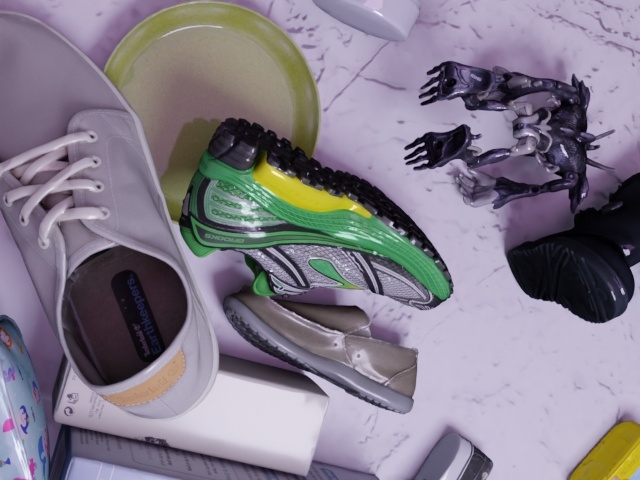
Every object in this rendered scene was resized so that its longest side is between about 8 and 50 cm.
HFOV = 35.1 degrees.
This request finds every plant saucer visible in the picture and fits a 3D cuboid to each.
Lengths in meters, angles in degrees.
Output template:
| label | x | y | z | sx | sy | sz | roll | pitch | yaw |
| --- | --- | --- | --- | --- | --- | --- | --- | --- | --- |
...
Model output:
| label | x | y | z | sx | sy | sz | roll | pitch | yaw |
| --- | --- | --- | --- | --- | --- | --- | --- | --- | --- |
| plant saucer | -0.119 | -0.133 | 1.084 | 0.240 | 0.037 | 0.241 | -2 | 97 | -14 |

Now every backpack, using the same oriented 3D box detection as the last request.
| label | x | y | z | sx | sy | sz | roll | pitch | yaw |
| --- | --- | --- | --- | --- | --- | --- | --- | --- | --- |
| backpack | -0.358 | 0.170 | 0.948 | 0.191 | 0.253 | 0.225 | -15 | 97 | -17 |

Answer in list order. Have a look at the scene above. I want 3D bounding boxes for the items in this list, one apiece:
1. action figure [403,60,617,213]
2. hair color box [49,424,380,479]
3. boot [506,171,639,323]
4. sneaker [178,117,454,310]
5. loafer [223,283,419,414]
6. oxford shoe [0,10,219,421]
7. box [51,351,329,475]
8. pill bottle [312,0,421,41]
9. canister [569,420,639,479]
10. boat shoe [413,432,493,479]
| label | x | y | z | sx | sy | sz | roll | pitch | yaw |
| --- | --- | --- | --- | --- | --- | --- | --- | --- | --- |
| action figure | 0.212 | -0.119 | 1.128 | 0.275 | 0.141 | 0.164 | 9 | 86 | -42 |
| hair color box | -0.095 | 0.289 | 1.065 | 0.374 | 0.185 | 0.114 | 16 | 92 | -16 |
| boot | 0.339 | -0.003 | 1.118 | 0.207 | 0.246 | 0.094 | -28 | 96 | -8 |
| sneaker | 0.000 | 0.000 | 1.080 | 0.343 | 0.134 | 0.146 | 26 | 108 | -31 |
| loafer | 0.006 | 0.107 | 1.129 | 0.251 | 0.094 | 0.087 | 30 | 77 | -21 |
| oxford shoe | -0.232 | -0.039 | 0.954 | 0.169 | 0.130 | 0.449 | -29 | 78 | 2 |
| box | -0.139 | 0.166 | 1.078 | 0.275 | 0.113 | 0.094 | 17 | 92 | -15 |
| pill bottle | 0.093 | -0.355 | 1.054 | 0.152 | 0.152 | 0.272 | 24 | 90 | -16 |
| canister | 0.406 | 0.324 | 1.263 | 0.126 | 0.073 | 0.170 | -46 | 104 | -6 |
| boat shoe | 0.125 | 0.334 | 1.186 | 0.070 | 0.078 | 0.219 | 38 | 85 | -15 |
